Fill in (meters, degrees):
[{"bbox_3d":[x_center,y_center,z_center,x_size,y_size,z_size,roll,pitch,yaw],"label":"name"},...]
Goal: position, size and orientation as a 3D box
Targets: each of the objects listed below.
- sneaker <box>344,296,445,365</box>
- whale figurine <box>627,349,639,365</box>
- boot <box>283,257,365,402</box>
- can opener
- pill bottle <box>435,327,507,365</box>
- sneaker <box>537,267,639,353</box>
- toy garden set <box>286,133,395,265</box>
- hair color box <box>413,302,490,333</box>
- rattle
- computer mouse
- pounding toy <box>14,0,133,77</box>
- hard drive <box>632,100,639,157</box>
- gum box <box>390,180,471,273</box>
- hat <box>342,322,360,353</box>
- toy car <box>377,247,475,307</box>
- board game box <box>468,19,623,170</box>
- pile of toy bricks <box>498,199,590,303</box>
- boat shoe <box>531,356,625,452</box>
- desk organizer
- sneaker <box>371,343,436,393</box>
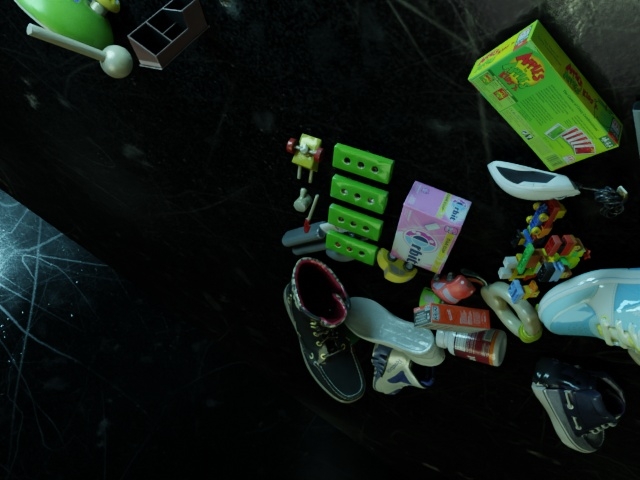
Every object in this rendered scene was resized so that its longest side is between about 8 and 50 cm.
[{"bbox_3d":[0.198,0.259,1.324,0.292,0.108,0.169,22,165,39],"label":"sneaker"},{"bbox_3d":[0.668,0.207,0.817,0.216,0.141,0.272,32,176,-3],"label":"whale figurine"},{"bbox_3d":[0.017,0.233,1.256,0.284,0.138,0.378,106,141,-67],"label":"boot"},{"bbox_3d":[0.000,0.000,1.120,0.074,0.093,0.280,43,154,-25],"label":"can opener"},{"bbox_3d":[0.363,0.244,1.168,0.152,0.086,0.086,9,145,34],"label":"pill bottle"},{"bbox_3d":[0.491,0.149,0.722,0.319,0.208,0.127,-17,130,38],"label":"sneaker"},{"bbox_3d":[0.033,-0.087,0.938,0.203,0.049,0.244,21,135,17],"label":"toy garden set"},{"bbox_3d":[0.275,0.165,1.015,0.141,0.043,0.072,9,159,-18],"label":"hair color box"},{"bbox_3d":[0.393,0.095,0.969,0.130,0.143,0.200,43,-174,-35],"label":"rattle"},{"bbox_3d":[0.336,-0.072,0.703,0.193,0.042,0.106,19,-175,27],"label":"computer mouse"},{"bbox_3d":[-0.403,-0.400,0.812,0.183,0.110,0.237,20,-151,-55],"label":"pounding toy"},{"bbox_3d":[0.442,-0.118,0.585,0.094,0.022,0.135,1,140,42],"label":"hard drive"},{"bbox_3d":[0.204,-0.016,0.923,0.107,0.062,0.188,23,151,13],"label":"gum box"},{"bbox_3d":[0.061,0.291,1.418,0.208,0.184,0.173,22,150,15],"label":"hat"},{"bbox_3d":[0.242,0.121,1.089,0.239,0.053,0.225,21,158,38],"label":"toy car"},{"bbox_3d":[0.286,-0.176,0.614,0.181,0.043,0.092,39,150,-17],"label":"board game box"},{"bbox_3d":[0.388,0.028,0.801,0.105,0.118,0.212,-2,140,-3],"label":"pile of toy bricks"},{"bbox_3d":[0.638,0.411,1.131,0.340,0.127,0.158,46,155,-26],"label":"boat shoe"},{"bbox_3d":[-0.238,-0.330,0.762,0.047,0.130,0.050,17,147,23],"label":"desk organizer"},{"bbox_3d":[0.262,0.405,1.475,0.182,0.127,0.316,18,148,25],"label":"sneaker"}]
